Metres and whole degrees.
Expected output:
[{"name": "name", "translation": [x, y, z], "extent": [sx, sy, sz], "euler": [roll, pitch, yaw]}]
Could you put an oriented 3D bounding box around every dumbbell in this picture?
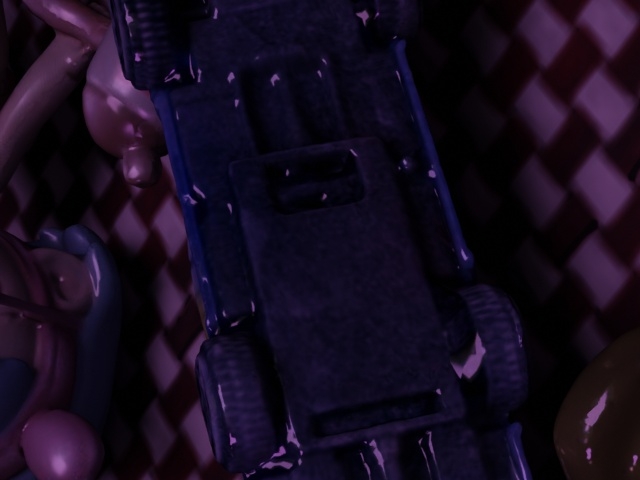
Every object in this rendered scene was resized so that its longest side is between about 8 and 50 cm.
[{"name": "dumbbell", "translation": [0.102, 0.063, 0.401], "extent": [0.046, 0.052, 0.118], "euler": [-41, 45, -10]}]

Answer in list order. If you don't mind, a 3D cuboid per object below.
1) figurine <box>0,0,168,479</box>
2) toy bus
[{"name": "figurine", "translation": [-0.106, -0.035, 0.627], "extent": [0.205, 0.103, 0.260], "euler": [-11, 68, 8]}, {"name": "toy bus", "translation": [-0.003, 0.001, 0.490], "extent": [0.094, 0.079, 0.236], "euler": [95, 162, -63]}]
